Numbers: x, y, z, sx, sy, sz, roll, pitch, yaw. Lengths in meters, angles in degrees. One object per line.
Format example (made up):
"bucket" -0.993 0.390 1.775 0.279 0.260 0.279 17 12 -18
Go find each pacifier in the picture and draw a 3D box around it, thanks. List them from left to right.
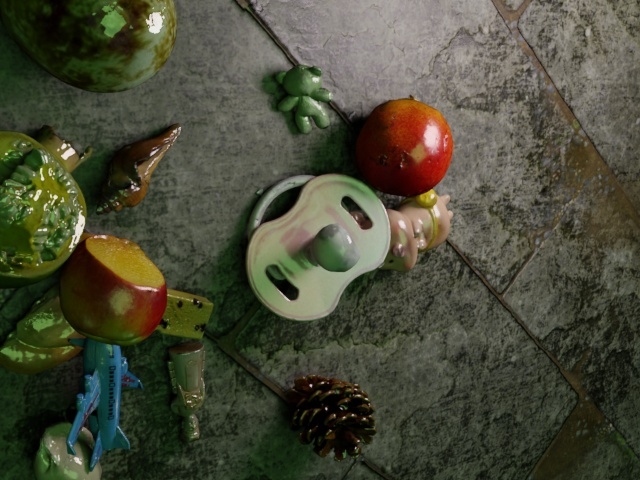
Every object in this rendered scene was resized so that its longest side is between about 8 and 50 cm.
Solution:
"pacifier" 0.003 0.013 1.741 0.332 0.273 0.220 -43 136 -12

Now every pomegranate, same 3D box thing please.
"pomegranate" -0.499 -0.069 1.399 0.260 0.260 0.341 62 40 -28
"pomegranate" 0.176 -0.203 1.810 0.210 0.210 0.235 44 35 -33

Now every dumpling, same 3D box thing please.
"dumpling" -0.469 0.419 1.608 0.118 0.136 0.199 -3 114 11

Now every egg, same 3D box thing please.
"egg" -0.375 -0.368 1.388 0.289 0.238 0.238 23 90 -17

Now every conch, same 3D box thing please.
"conch" -0.339 -0.136 1.568 0.080 0.086 0.233 22 74 5

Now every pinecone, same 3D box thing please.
"pinecone" 0.029 0.384 1.857 0.185 0.212 0.169 0 102 -22

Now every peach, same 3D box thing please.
"peach" -0.350 0.079 1.460 0.190 0.190 0.192 19 72 -35

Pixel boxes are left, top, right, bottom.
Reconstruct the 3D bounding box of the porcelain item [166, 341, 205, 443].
"porcelain item" -0.268 0.316 1.743 0.084 0.054 0.213 -9 108 -29

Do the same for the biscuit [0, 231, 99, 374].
"biscuit" -0.456 0.127 1.579 0.154 0.045 0.299 39 81 -35

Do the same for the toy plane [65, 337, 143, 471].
"toy plane" -0.403 0.274 1.574 0.254 0.105 0.271 -45 132 -66

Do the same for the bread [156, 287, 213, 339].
"bread" -0.308 0.133 1.646 0.226 0.049 0.088 17 97 -47

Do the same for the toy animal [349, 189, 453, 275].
"toy animal" 0.193 -0.028 1.896 0.248 0.149 0.165 -24 105 -18

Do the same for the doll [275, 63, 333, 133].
"doll" -0.031 -0.288 1.736 0.115 0.077 0.150 -8 124 8
